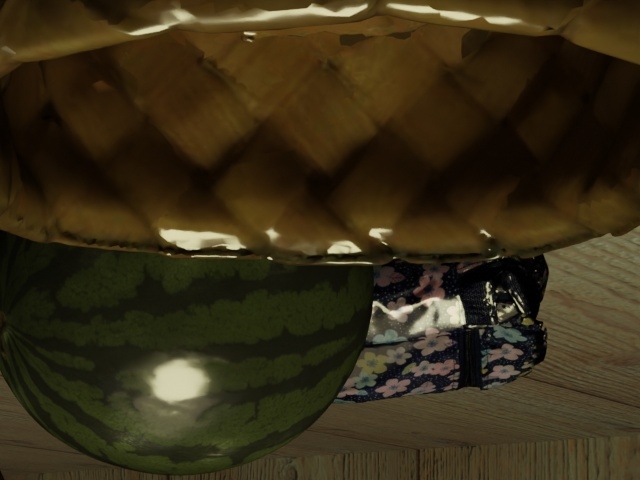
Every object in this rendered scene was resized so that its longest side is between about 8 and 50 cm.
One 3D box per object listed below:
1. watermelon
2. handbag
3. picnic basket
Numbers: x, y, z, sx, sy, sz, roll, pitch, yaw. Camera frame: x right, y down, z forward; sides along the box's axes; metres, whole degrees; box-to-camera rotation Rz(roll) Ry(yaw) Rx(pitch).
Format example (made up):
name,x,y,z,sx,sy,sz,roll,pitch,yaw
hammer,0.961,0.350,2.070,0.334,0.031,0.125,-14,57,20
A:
name,x,y,z,sx,sy,sz,roll,pitch,yaw
watermelon,-0.074,0.024,0.935,0.212,0.212,0.212,0,167,0
handbag,0.060,0.050,1.215,0.207,0.127,0.229,-7,166,2
picnic basket,0.000,0.000,0.584,0.293,0.337,0.337,0,167,-1
